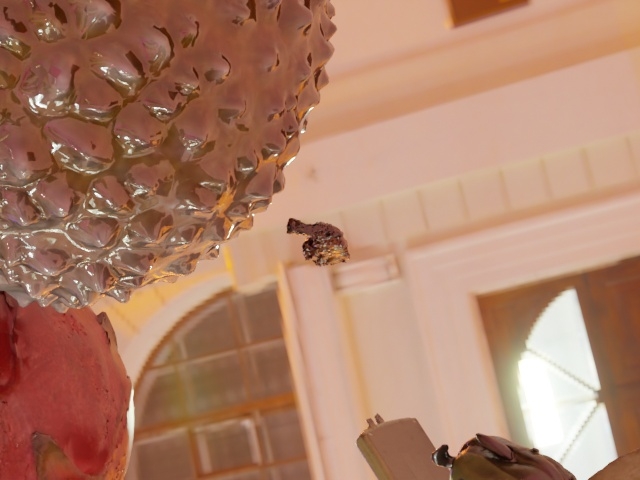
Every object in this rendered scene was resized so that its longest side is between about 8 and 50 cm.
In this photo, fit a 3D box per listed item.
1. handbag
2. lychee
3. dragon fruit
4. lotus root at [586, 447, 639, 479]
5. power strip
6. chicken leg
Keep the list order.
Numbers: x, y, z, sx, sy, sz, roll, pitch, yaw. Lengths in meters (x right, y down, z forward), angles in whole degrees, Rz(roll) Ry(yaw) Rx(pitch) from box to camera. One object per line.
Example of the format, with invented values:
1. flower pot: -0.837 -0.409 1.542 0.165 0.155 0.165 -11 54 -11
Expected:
1. handbag: 0.122 0.157 0.784 0.047 0.111 0.072 -11 -78 -35
2. lychee: -0.173 -0.144 0.836 0.432 0.381 0.380 27 -130 -76
3. dragon fruit: -0.317 0.164 1.155 0.295 0.296 0.301 -31 -76 -72
4. lotus root: 0.328 0.300 1.095 0.149 0.260 0.267 30 -171 -26
5. power strip: 0.098 0.242 1.240 0.076 0.028 0.169 -9 -128 -35
6. chicken leg: 0.002 0.000 0.861 0.083 0.036 0.021 52 -138 -68
